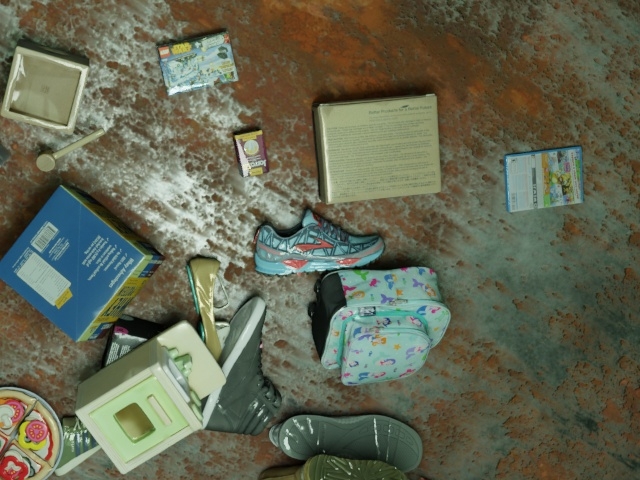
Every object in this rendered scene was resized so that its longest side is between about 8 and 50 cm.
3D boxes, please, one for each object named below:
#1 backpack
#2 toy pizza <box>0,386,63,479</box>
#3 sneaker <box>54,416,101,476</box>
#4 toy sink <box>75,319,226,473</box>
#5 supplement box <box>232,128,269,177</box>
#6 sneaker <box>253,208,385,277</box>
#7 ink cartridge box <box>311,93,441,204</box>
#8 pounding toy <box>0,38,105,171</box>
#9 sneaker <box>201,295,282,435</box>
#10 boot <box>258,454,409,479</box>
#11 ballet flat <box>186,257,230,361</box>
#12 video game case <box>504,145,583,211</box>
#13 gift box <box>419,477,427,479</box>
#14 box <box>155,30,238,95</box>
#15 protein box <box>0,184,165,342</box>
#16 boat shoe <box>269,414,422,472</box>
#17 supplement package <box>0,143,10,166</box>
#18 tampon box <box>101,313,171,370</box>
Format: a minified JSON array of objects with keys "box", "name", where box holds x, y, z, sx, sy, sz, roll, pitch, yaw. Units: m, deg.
[{"box":[0.125,0.158,1.848,0.253,0.191,0.225,-9,143,-17],"name":"backpack"},{"box":[-0.588,0.378,1.808,0.201,0.032,0.201,1,98,6],"name":"toy pizza"},{"box":[-0.464,0.371,1.844,0.192,0.064,0.086,-38,111,1],"name":"sneaker"},{"box":[-0.296,0.279,1.703,0.234,0.131,0.153,-31,110,-1],"name":"toy sink"},{"box":[-0.133,-0.167,1.819,0.054,0.043,0.083,-14,104,-10],"name":"supplement box"},{"box":[0.000,0.000,1.851,0.261,0.104,0.125,-6,100,-11],"name":"sneaker"},{"box":[0.108,-0.179,1.845,0.234,0.088,0.193,-6,101,-10],"name":"ink cartridge box"},{"box":[-0.477,-0.234,1.714,0.181,0.094,0.206,14,107,-19],"name":"pounding toy"},{"box":[-0.131,0.256,1.878,0.146,0.104,0.296,20,102,-17],"name":"sneaker"},{"box":[0.027,0.482,1.871,0.236,0.269,0.089,23,64,-13],"name":"boot"},{"box":[-0.209,0.147,1.843,0.073,0.080,0.232,-8,100,-11],"name":"ballet flat"},{"box":[0.462,-0.127,1.968,0.166,0.015,0.119,-8,102,-10],"name":"video game case"},{"box":[0.195,0.643,1.947,0.276,0.255,0.258,34,94,-10],"name":"gift box"},{"box":[-0.230,-0.330,1.775,0.136,0.027,0.094,-14,105,-9],"name":"box"},{"box":[-0.431,0.043,1.717,0.201,0.136,0.200,39,92,6],"name":"protein box"},{"box":[0.056,0.414,1.957,0.320,0.103,0.118,8,80,-19],"name":"boat shoe"},{"box":[-0.712,-0.108,1.640,0.293,0.175,0.177,-41,107,-1],"name":"supplement package"},{"box":[-0.327,0.218,1.814,0.160,0.120,0.102,16,99,-15],"name":"tampon box"}]
